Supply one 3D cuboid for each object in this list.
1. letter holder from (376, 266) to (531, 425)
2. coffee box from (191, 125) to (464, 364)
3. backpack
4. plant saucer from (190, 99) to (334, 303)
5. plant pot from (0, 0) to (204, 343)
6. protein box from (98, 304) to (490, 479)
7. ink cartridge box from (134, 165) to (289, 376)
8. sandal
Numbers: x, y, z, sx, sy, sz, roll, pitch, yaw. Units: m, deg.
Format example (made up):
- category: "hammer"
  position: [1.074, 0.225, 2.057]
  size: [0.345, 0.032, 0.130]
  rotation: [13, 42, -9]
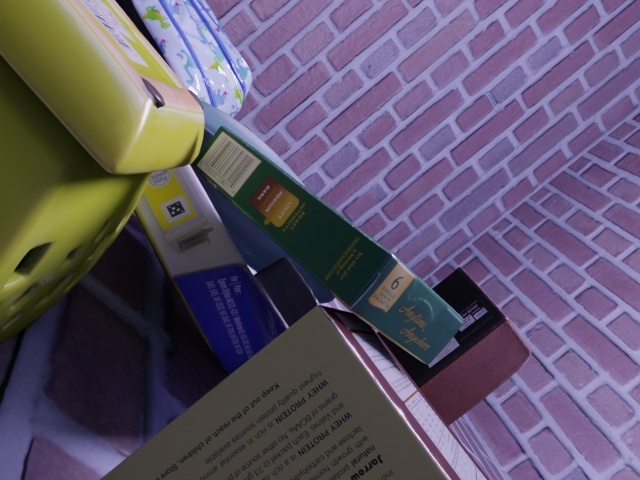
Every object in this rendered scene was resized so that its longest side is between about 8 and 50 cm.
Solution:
- category: "letter holder"
  position: [0.202, 0.236, 1.095]
  size: [0.214, 0.302, 0.152]
  rotation: [47, 6, -35]
- category: "coffee box"
  position: [0.000, 0.000, 0.421]
  size: [0.184, 0.040, 0.113]
  rotation: [39, -1, 39]
- category: "backpack"
  position: [-0.316, -0.392, 1.366]
  size: [0.290, 0.273, 0.355]
  rotation: [-43, -112, 56]
- category: "plant saucer"
  position: [-0.093, -0.050, 0.730]
  size: [0.317, 0.044, 0.317]
  rotation: [36, -20, 16]
- category: "plant pot"
  position: [-0.206, -0.075, 0.374]
  size: [0.228, 0.207, 0.227]
  rotation: [51, 5, -7]
- category: "protein box"
  position: [-0.002, 0.178, 0.362]
  size: [0.201, 0.200, 0.136]
  rotation: [52, 5, 16]
- category: "ink cartridge box"
  position: [-0.116, 0.029, 0.628]
  size: [0.307, 0.072, 0.303]
  rotation: [60, -13, 24]
- category: "sandal"
  position: [0.026, 0.153, 0.736]
  size: [0.167, 0.107, 0.446]
  rotation: [57, -11, 25]
